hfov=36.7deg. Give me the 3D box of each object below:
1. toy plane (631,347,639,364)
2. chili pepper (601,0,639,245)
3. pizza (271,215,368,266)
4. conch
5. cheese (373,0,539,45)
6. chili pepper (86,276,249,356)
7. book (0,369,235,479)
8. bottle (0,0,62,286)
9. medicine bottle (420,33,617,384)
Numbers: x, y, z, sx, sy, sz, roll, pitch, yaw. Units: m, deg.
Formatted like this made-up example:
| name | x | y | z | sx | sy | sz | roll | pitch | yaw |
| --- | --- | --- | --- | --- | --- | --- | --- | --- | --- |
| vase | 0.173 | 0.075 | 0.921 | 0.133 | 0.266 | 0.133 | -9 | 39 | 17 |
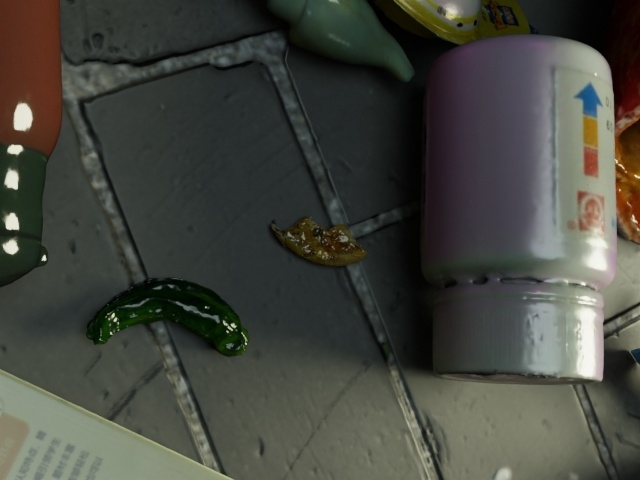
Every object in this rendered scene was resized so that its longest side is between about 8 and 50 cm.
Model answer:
| name | x | y | z | sx | sy | sz | roll | pitch | yaw |
| --- | --- | --- | --- | --- | --- | --- | --- | --- | --- |
| toy plane | 0.379 | 0.178 | 0.861 | 0.271 | 0.105 | 0.254 | 50 | 50 | -6 |
| chili pepper | 0.361 | -0.162 | 0.834 | 0.251 | 0.229 | 0.305 | 44 | 59 | -53 |
| pizza | 0.000 | 0.000 | 0.747 | 0.083 | 0.016 | 0.037 | 17 | 68 | -21 |
| conch | 0.001 | -0.182 | 0.761 | 0.180 | 0.088 | 0.065 | 29 | 113 | -26 |
| cheese | 0.107 | -0.205 | 0.799 | 0.250 | 0.064 | 0.157 | 22 | 43 | -34 |
| chili pepper | -0.104 | 0.051 | 0.678 | 0.117 | 0.035 | 0.056 | 10 | 60 | -29 |
| book | -0.145 | 0.233 | 0.634 | 0.295 | 0.020 | 0.208 | 31 | 70 | -19 |
| bottle | -0.225 | -0.136 | 0.589 | 0.144 | 0.144 | 0.336 | -2 | 83 | -26 |
| medicine bottle | 0.153 | -0.018 | 0.751 | 0.152 | 0.152 | 0.255 | 7 | 80 | -25 |
